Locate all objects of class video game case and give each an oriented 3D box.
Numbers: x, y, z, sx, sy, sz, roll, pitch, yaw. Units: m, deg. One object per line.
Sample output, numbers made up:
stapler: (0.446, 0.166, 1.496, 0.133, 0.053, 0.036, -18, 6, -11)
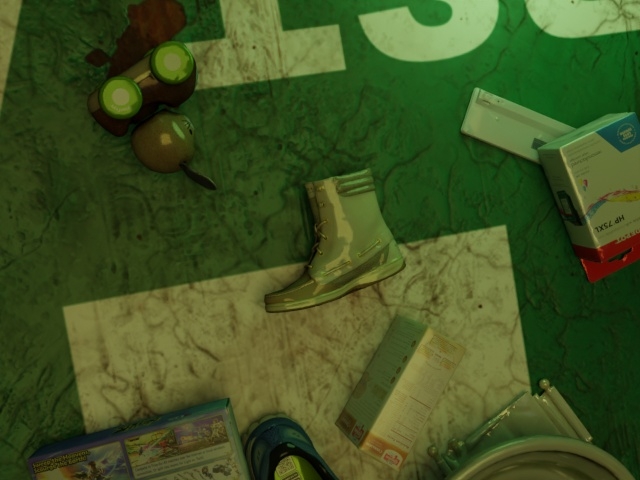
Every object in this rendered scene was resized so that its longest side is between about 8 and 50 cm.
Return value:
video game case: (-0.219, 0.361, 1.090, 0.269, 0.061, 0.245, -14, 95, -1)

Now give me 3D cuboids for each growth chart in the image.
growth chart: (0.298, 0.325, 1.245, 0.237, 0.021, 0.172, -30, 98, -10)

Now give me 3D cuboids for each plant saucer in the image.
plant saucer: (0.286, 0.460, 1.193, 0.400, 0.100, 0.401, -2, 99, -14)

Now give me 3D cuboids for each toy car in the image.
toy car: (-0.193, -0.147, 1.067, 0.149, 0.155, 0.188, -36, 108, -9)

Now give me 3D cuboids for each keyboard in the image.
keyboard: (0.336, -0.153, 1.249, 0.255, 0.014, 0.072, 20, 92, -12)

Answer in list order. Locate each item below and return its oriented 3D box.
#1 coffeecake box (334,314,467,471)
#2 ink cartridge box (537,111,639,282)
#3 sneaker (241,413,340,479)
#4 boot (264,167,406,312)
coffeecake box: (0.107, 0.205, 1.137, 0.068, 0.142, 0.186, 31, 85, -11)
ink cartridge box: (0.433, -0.059, 1.230, 0.134, 0.078, 0.231, -26, 100, -8)
sneaker: (-0.002, 0.399, 1.116, 0.129, 0.147, 0.330, -32, 98, -10)
boot: (0.000, 0.000, 1.144, 0.213, 0.077, 0.165, -21, 96, -16)
